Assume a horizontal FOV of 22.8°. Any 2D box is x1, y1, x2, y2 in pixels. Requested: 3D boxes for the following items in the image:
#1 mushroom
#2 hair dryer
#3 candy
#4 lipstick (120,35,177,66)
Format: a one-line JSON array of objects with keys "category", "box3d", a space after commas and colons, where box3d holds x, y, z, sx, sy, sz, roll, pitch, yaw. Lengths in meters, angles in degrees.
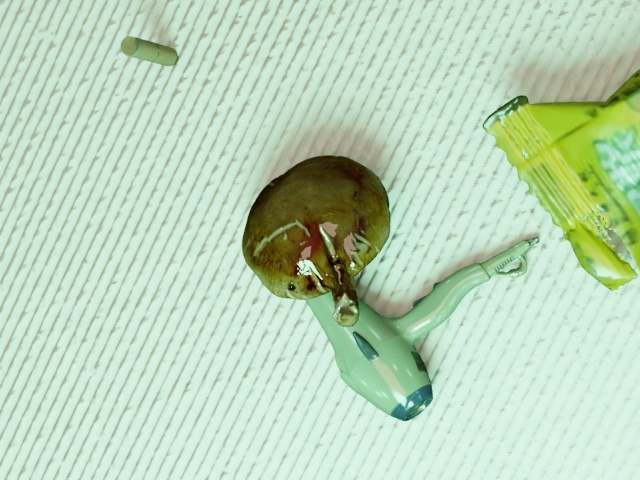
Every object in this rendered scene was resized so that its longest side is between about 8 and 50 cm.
[{"category": "mushroom", "box3d": [-0.001, 0.000, 1.349, 0.135, 0.080, 0.171, -31, 57, 13]}, {"category": "hair dryer", "box3d": [0.069, 0.036, 1.376, 0.167, 0.067, 0.199, 36, 89, 19]}, {"category": "candy", "box3d": [0.303, -0.102, 1.286, 0.297, 0.081, 0.187, -34, 83, 14]}, {"category": "lipstick", "box3d": [-0.151, -0.167, 1.410, 0.019, 0.094, 0.019, 0, 90, 16]}]
